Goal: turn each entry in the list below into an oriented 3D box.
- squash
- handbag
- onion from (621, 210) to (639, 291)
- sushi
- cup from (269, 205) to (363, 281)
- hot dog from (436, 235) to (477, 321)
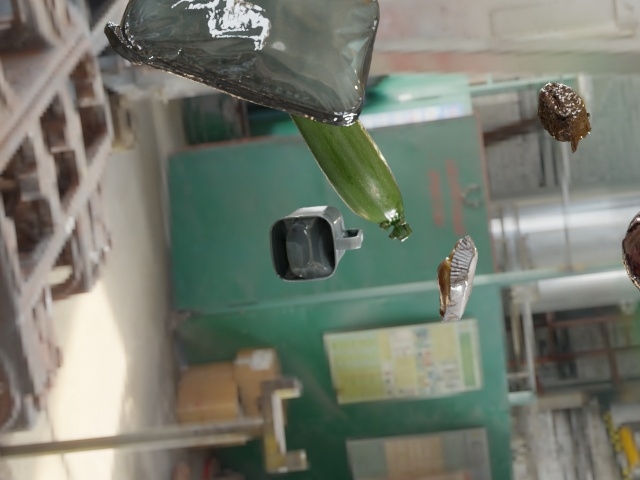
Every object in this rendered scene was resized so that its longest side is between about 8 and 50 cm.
[{"bbox_3d":[0.034,-0.151,1.977,0.379,0.101,0.101,57,16,-21],"label":"squash"},{"bbox_3d":[-0.087,-0.266,1.524,0.075,0.332,0.192,144,-40,-67],"label":"handbag"},{"bbox_3d":[0.573,0.020,2.087,0.283,0.120,0.227,154,-55,-69],"label":"onion"},{"bbox_3d":[0.322,-0.164,1.650,0.120,0.052,0.055,-121,-168,-52],"label":"sushi"},{"bbox_3d":[0.000,0.000,1.826,0.129,0.128,0.095,-49,132,-75],"label":"cup"},{"bbox_3d":[0.237,0.072,2.166,0.108,0.059,0.191,-60,161,-30],"label":"hot dog"}]
